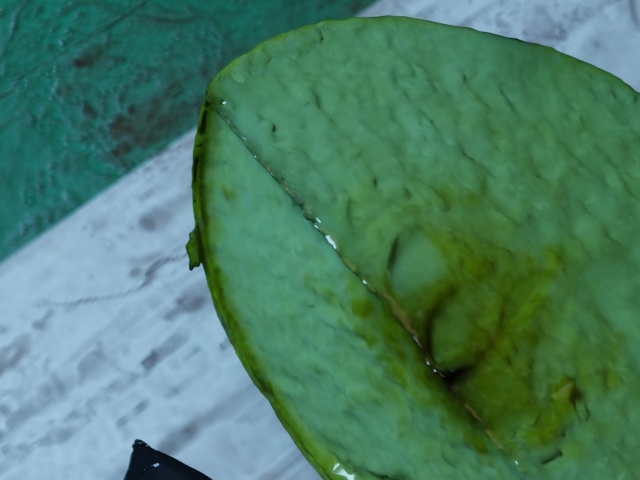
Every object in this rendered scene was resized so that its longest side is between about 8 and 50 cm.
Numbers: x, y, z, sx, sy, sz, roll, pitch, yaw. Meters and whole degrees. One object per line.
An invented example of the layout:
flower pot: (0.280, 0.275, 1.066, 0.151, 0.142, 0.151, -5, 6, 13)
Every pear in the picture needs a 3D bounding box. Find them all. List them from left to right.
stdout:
pear: (0.088, 0.018, 0.758, 0.239, 0.139, 0.288, -35, 81, -32)

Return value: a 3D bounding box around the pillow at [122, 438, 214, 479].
pillow: (-0.043, 0.161, 0.736, 0.150, 0.048, 0.090, 24, 75, 7)
